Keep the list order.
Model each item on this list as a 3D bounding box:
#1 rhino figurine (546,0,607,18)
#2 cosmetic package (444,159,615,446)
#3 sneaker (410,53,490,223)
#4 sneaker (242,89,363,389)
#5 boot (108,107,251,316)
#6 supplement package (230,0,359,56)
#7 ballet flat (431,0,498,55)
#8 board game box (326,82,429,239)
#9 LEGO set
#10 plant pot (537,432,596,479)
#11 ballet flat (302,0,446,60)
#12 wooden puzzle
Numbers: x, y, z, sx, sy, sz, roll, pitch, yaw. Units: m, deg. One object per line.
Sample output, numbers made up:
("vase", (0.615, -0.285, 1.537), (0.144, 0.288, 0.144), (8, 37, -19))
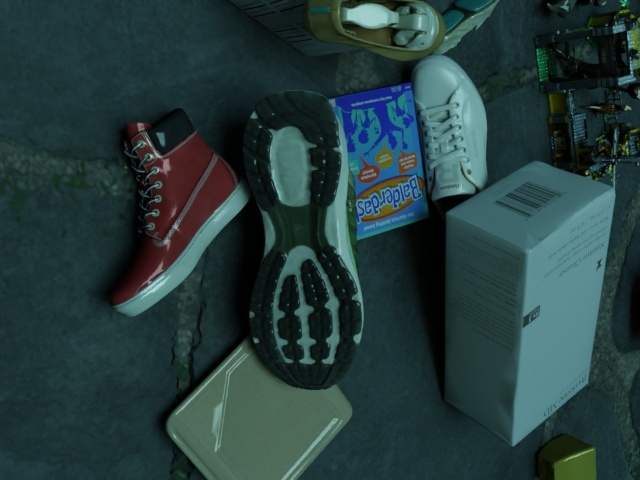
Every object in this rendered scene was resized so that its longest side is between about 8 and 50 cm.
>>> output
("rhino figurine", (0.468, -0.466, 1.442), (0.243, 0.073, 0.106), (-38, 115, -24))
("cosmetic package", (0.314, 0.099, 1.271), (0.217, 0.156, 0.385), (-31, 130, -29))
("sneaker", (0.204, -0.136, 1.247), (0.123, 0.106, 0.290), (-57, 131, -60))
("sneaker", (0.000, 0.000, 1.112), (0.182, 0.158, 0.410), (-39, 131, -69))
("boot", (-0.214, -0.042, 1.008), (0.176, 0.088, 0.244), (50, 59, -27))
("supplement package", (-0.017, -0.380, 1.067), (0.203, 0.149, 0.194), (30, 78, -33))
("ballet flat", (0.225, -0.349, 1.307), (0.168, 0.057, 0.052), (-38, 142, -22))
("board game box", (0.077, -0.117, 1.220), (0.160, 0.047, 0.210), (-18, 105, -32))
("LEGO set", (0.525, -0.257, 1.427), (0.255, 0.192, 0.331), (-8, 100, -34))
("plant pot", (0.448, 0.414, 1.513), (0.083, 0.081, 0.081), (-8, 99, -24))
("ballet flat", (0.087, -0.265, 1.018), (0.232, 0.073, 0.080), (-7, 101, -35))
("wooden puzzle", (-0.081, 0.246, 1.155), (0.239, 0.044, 0.221), (-47, 118, -27))
